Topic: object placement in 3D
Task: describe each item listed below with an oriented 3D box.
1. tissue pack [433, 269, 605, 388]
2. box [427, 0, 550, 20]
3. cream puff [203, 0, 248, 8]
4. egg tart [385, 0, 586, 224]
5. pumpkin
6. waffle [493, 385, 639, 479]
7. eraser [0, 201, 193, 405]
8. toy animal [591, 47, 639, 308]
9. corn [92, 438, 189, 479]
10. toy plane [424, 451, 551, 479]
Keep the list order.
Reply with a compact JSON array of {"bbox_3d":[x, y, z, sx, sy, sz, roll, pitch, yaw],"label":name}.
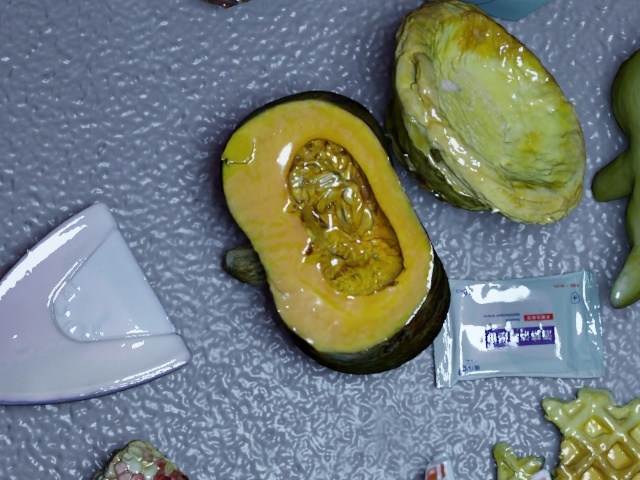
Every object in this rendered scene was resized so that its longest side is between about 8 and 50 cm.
[{"bbox_3d":[0.219,0.098,1.604,0.193,0.026,0.122,-4,81,-4],"label":"tissue pack"},{"bbox_3d":[0.211,-0.342,1.585,0.130,0.227,0.162,18,77,-14],"label":"box"},{"bbox_3d":[-0.092,-0.448,1.582,0.351,0.228,0.350,1,79,-5],"label":"cream puff"},{"bbox_3d":[0.165,-0.128,1.558,0.294,0.123,0.294,27,43,-29],"label":"egg tart"},{"bbox_3d":[0.000,0.000,1.547,0.222,0.139,0.317,-25,85,4],"label":"pumpkin"},{"bbox_3d":[0.312,0.291,1.564,0.250,0.056,0.261,3,78,-3],"label":"waffle"},{"bbox_3d":[-0.292,0.099,1.559,0.243,0.059,0.204,-28,83,-11],"label":"eraser"},{"bbox_3d":[0.393,-0.042,1.571,0.181,0.180,0.362,6,87,5],"label":"toy animal"},{"bbox_3d":[-0.125,0.333,1.513,0.098,0.098,0.290,-45,89,-9],"label":"corn"},{"bbox_3d":[0.169,0.338,1.482,0.252,0.118,0.252,-9,75,35],"label":"toy plane"}]
